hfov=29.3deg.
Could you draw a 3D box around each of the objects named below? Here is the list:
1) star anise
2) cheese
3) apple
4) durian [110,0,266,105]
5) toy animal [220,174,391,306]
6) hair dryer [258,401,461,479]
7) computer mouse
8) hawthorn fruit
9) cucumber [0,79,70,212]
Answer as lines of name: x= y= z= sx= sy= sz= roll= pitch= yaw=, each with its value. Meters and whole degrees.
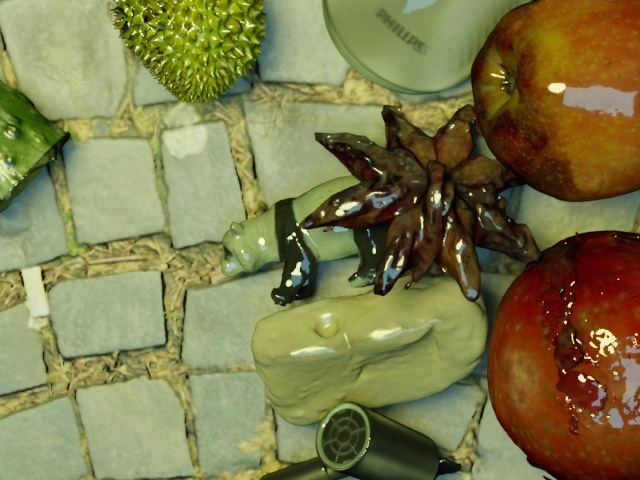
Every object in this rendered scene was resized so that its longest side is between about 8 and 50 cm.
star anise: x=0.109 y=-0.058 z=1.247 sx=0.271 sy=0.272 sz=0.102 roll=8 pitch=149 yaw=-4
cheese: x=0.058 y=0.116 z=1.359 sx=0.262 sy=0.093 sz=0.159 roll=-13 pitch=144 yaw=5
apple: x=0.263 y=-0.149 z=1.216 sx=0.229 sy=0.230 sz=0.230 roll=0 pitch=109 yaw=-1
durian: x=-0.135 y=-0.235 z=1.229 sx=0.146 sy=0.159 sz=0.198 roll=-30 pitch=74 yaw=-2
toy animal: x=0.000 y=0.000 z=1.337 sx=0.225 sy=0.094 sz=0.121 roll=-16 pitch=91 yaw=12
hair dryer: x=0.014 y=0.275 z=1.443 sx=0.248 sy=0.078 sz=0.195 roll=-22 pitch=146 yaw=30
computer mouse: x=0.142 y=-0.300 z=1.245 sx=0.197 sy=0.095 sz=0.331 roll=33 pitch=105 yaw=-16
hawthorn fruit: x=0.317 y=0.142 z=1.301 sx=0.315 sy=0.316 sz=0.316 roll=0 pitch=109 yaw=-1
cucumber: x=-0.389 y=-0.137 z=1.274 sx=0.244 sy=0.134 sz=0.134 roll=41 pitch=103 yaw=-9
